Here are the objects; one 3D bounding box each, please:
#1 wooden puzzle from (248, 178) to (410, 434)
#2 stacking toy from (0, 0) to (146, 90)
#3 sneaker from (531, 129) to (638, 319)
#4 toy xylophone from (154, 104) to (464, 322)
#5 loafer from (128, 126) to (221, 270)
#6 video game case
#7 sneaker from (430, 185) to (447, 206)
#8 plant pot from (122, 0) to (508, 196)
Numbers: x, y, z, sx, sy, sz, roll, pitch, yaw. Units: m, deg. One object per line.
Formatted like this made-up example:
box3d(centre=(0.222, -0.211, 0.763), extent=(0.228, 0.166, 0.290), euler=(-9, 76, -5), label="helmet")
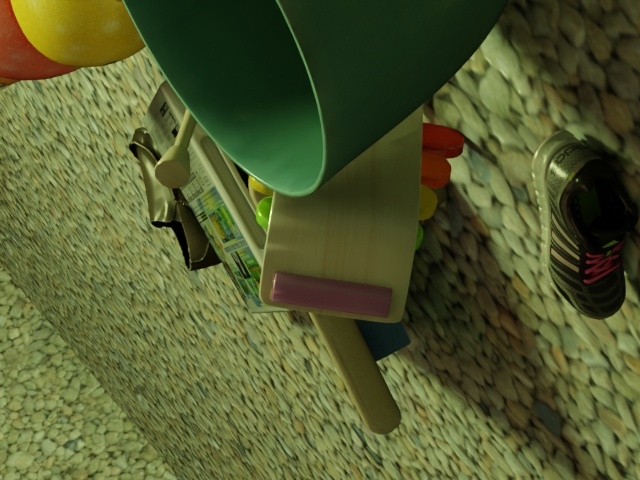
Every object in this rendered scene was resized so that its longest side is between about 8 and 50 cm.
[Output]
box3d(centre=(0.000, 0.000, 1.714), extent=(0.348, 0.080, 0.322), euler=(-114, -2, -69), label="wooden puzzle")
box3d(centre=(-0.274, -0.291, 1.750), extent=(0.480, 0.350, 0.351), euler=(17, 138, 40), label="stacking toy")
box3d(centre=(0.216, -0.002, 1.281), extent=(0.075, 0.063, 0.170), euler=(38, 149, 57), label="sneaker")
box3d(centre=(-0.006, -0.069, 1.354), extent=(0.236, 0.323, 0.081), euler=(14, 127, 5), label="toy xylophone")
box3d(centre=(-0.201, -0.053, 2.194), extent=(0.220, 0.078, 0.080), euler=(57, 161, 1), label="loafer")
box3d(centre=(-0.124, -0.047, 1.991), extent=(0.300, 0.036, 0.329), euler=(61, 170, -2), label="video game case")
box3d(centre=(0.045, -0.064, 1.589), extent=(0.188, 0.071, 0.066), euler=(25, 143, 56), label="sneaker")
box3d(centre=(0.008, -0.215, 1.191), extent=(0.293, 0.235, 0.293), euler=(48, 158, 26), label="plant pot")
